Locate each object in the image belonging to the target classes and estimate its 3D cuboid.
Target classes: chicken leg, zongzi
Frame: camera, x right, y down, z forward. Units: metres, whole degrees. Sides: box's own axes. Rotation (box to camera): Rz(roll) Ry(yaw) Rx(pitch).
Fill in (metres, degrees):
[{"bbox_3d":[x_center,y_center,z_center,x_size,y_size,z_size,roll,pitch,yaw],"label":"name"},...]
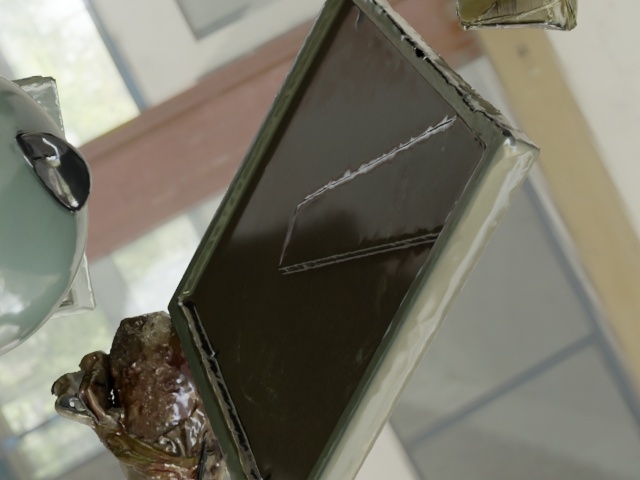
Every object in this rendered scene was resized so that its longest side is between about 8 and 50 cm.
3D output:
[{"bbox_3d":[-0.094,0.142,1.223,0.080,0.125,0.196,-33,-106,59],"label":"chicken leg"},{"bbox_3d":[0.116,-0.162,1.171,0.083,0.076,0.040,72,20,-52],"label":"zongzi"}]

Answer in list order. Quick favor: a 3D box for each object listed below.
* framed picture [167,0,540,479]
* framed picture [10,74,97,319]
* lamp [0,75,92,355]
[{"bbox_3d":[0.000,0.000,1.049,0.022,0.247,0.335,23,14,-21],"label":"framed picture"},{"bbox_3d":[-0.285,-0.009,1.365,0.293,0.231,0.018,92,-15,-57],"label":"framed picture"},{"bbox_3d":[-0.259,-0.021,1.142,0.198,0.244,0.197,-164,-90,-80],"label":"lamp"}]
